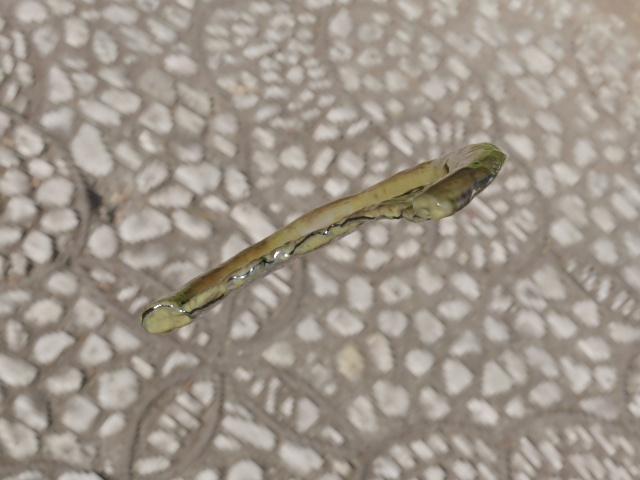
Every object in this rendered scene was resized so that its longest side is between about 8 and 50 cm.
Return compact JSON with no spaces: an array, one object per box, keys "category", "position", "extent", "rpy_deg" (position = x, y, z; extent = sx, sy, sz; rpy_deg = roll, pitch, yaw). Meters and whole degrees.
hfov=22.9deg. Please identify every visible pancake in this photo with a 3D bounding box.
[{"category":"pancake","position":[0.000,0.000,0.744],"extent":[0.190,0.184,0.020],"rpy_deg":[-28,97,-1]}]
